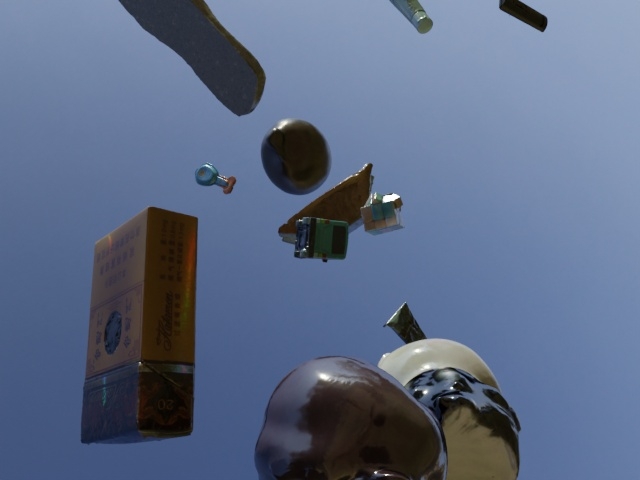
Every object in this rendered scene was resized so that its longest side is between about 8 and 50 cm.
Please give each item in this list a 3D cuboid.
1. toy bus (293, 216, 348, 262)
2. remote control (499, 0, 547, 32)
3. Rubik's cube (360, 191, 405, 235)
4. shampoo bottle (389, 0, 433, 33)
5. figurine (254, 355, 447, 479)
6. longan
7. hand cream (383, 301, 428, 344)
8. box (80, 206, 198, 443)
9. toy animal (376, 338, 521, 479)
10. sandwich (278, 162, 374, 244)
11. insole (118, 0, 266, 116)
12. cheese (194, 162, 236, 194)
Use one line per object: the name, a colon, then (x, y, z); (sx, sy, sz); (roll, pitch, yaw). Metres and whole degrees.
toy bus: (0.000, 0.000, 1.423); (0.091, 0.160, 0.079); (6, -93, -11)
remote control: (0.294, -0.330, 1.074); (0.091, 0.016, 0.034); (17, -111, -29)
Rubik's cube: (0.108, -0.051, 1.318); (0.075, 0.084, 0.073); (-12, -97, 2)
shampoo bottle: (0.174, -0.493, 1.539); (0.041, 0.069, 0.191); (-16, -126, -15)
figurine: (-0.002, 0.281, 0.737); (0.206, 0.218, 0.365); (29, -127, 3)
longan: (-0.061, -0.196, 1.714); (0.204, 0.159, 0.185); (38, -147, -55)
hand cream: (0.226, 0.256, 1.607); (0.248, 0.052, 0.075); (54, -148, -6)
box: (-0.343, 0.172, 1.416); (0.115, 0.264, 0.416); (14, -114, -37)
toy animal: (0.179, 0.272, 1.109); (0.212, 0.267, 0.213); (0, -75, -1)
sandwich: (0.034, -0.054, 1.577); (0.258, 0.094, 0.096); (-35, -104, -11)
insole: (-0.103, -0.160, 0.542); (0.010, 0.063, 0.192); (-24, -119, -41)
cheese: (-0.209, -0.122, 1.463); (0.017, 0.111, 0.047); (25, -90, -55)
